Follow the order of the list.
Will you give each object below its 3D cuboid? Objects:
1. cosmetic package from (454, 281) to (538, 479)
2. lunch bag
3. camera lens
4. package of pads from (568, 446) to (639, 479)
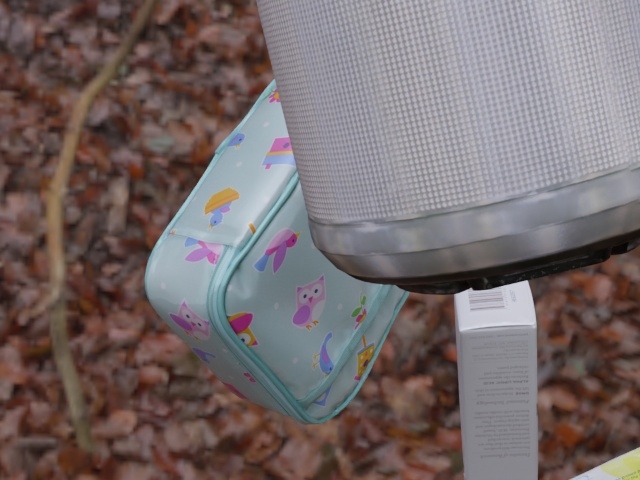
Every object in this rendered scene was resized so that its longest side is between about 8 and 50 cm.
[{"bbox_3d":[0.191,0.163,1.322,0.085,0.231,0.117,-5,28,6],"label":"cosmetic package"},{"bbox_3d":[0.000,0.000,1.025,0.107,0.224,0.279,13,60,42],"label":"lunch bag"},{"bbox_3d":[0.079,-0.123,0.648,0.219,0.274,0.219,-13,9,2],"label":"camera lens"},{"bbox_3d":[0.360,0.217,0.978,0.229,0.296,0.101,29,40,-38],"label":"package of pads"}]
